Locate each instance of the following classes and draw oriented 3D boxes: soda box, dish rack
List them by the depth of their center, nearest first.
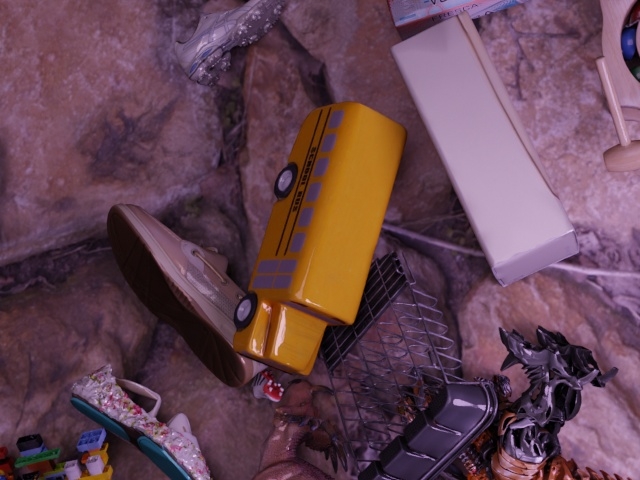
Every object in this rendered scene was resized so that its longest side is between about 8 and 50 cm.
[{"bbox_3d":[0.090,0.158,1.593,0.208,0.074,0.271,-50,41,30],"label":"dish rack"},{"bbox_3d":[0.182,-0.324,1.726,0.183,0.063,0.058,-16,77,11],"label":"soda box"}]

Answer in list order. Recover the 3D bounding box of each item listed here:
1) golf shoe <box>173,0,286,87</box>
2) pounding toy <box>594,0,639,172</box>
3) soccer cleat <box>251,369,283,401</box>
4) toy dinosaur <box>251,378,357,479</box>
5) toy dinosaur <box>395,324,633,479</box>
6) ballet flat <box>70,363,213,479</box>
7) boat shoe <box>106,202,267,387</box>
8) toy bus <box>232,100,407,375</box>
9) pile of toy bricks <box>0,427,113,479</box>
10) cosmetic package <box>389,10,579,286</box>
[{"bbox_3d":[-0.130,-0.298,1.797,0.176,0.069,0.086,-41,68,2],"label":"golf shoe"},{"bbox_3d":[0.421,-0.221,1.601,0.154,0.155,0.270,-3,79,17],"label":"pounding toy"},{"bbox_3d":[-0.071,0.194,1.689,0.029,0.083,0.036,28,100,-24],"label":"soccer cleat"},{"bbox_3d":[-0.011,0.328,1.626,0.200,0.127,0.296,-35,79,-2],"label":"toy dinosaur"},{"bbox_3d":[0.251,0.224,1.582,0.322,0.164,0.218,22,99,6],"label":"toy dinosaur"},{"bbox_3d":[-0.222,0.242,1.712,0.241,0.091,0.077,35,64,13],"label":"ballet flat"},{"bbox_3d":[-0.166,0.058,1.728,0.098,0.109,0.302,-32,69,-35],"label":"boat shoe"},{"bbox_3d":[0.000,0.000,1.649,0.130,0.108,0.333,-5,65,55],"label":"toy bus"},{"bbox_3d":[-0.355,0.326,1.723,0.212,0.118,0.105,-14,115,12],"label":"pile of toy bricks"},{"bbox_3d":[0.205,-0.111,1.632,0.113,0.160,0.309,-26,76,7],"label":"cosmetic package"}]
